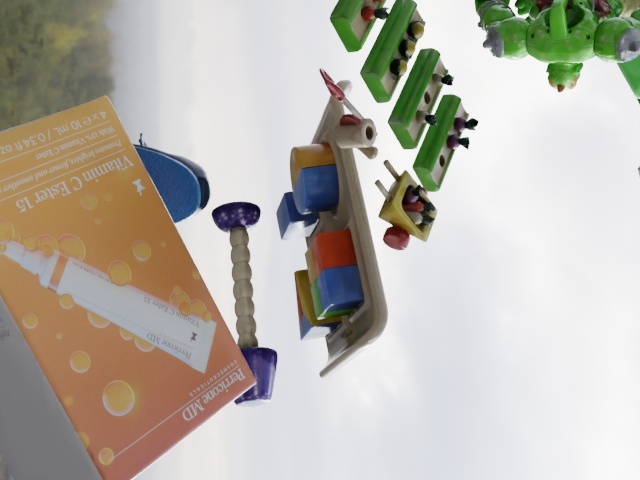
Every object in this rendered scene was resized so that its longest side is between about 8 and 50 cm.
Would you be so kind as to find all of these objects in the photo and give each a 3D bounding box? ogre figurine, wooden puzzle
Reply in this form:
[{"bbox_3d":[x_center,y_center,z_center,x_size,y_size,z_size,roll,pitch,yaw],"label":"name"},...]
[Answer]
[{"bbox_3d":[0.230,-0.203,0.828,0.118,0.197,0.096,-55,162,-44],"label":"ogre figurine"},{"bbox_3d":[0.000,0.000,1.230,0.322,0.081,0.347,120,-36,-71],"label":"wooden puzzle"}]

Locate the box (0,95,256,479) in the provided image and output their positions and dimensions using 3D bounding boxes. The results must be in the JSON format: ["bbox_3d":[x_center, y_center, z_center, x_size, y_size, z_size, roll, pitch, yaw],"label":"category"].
[{"bbox_3d":[-0.258,0.061,0.912,0.168,0.215,0.345,-21,-81,43],"label":"box"}]

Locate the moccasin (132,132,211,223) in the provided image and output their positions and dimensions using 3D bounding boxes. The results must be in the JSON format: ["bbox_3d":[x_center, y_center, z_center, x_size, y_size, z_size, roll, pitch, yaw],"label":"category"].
[{"bbox_3d":[-0.300,-0.091,1.286,0.117,0.342,0.137,-22,116,-64],"label":"moccasin"}]

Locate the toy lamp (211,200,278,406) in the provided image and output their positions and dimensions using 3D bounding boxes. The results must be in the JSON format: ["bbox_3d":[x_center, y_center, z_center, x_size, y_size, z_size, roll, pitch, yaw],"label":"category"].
[{"bbox_3d":[-0.103,0.084,1.202,0.080,0.080,0.274,113,-30,-66],"label":"toy lamp"}]

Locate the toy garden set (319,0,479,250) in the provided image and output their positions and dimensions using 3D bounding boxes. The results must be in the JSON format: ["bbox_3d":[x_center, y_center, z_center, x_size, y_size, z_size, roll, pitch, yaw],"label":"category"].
[{"bbox_3d":[0.082,-0.130,0.875,0.244,0.049,0.203,54,50,-41],"label":"toy garden set"}]

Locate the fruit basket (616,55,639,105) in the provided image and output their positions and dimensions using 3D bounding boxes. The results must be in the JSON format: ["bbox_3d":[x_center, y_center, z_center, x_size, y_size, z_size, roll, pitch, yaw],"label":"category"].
[{"bbox_3d":[0.480,-0.356,1.035,0.283,0.392,0.392,52,6,-23],"label":"fruit basket"}]

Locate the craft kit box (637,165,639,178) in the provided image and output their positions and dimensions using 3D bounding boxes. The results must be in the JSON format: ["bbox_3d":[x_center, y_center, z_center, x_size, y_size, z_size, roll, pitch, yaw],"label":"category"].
[{"bbox_3d":[0.531,-0.082,1.169,0.061,0.250,0.246,33,-20,44],"label":"craft kit box"}]
